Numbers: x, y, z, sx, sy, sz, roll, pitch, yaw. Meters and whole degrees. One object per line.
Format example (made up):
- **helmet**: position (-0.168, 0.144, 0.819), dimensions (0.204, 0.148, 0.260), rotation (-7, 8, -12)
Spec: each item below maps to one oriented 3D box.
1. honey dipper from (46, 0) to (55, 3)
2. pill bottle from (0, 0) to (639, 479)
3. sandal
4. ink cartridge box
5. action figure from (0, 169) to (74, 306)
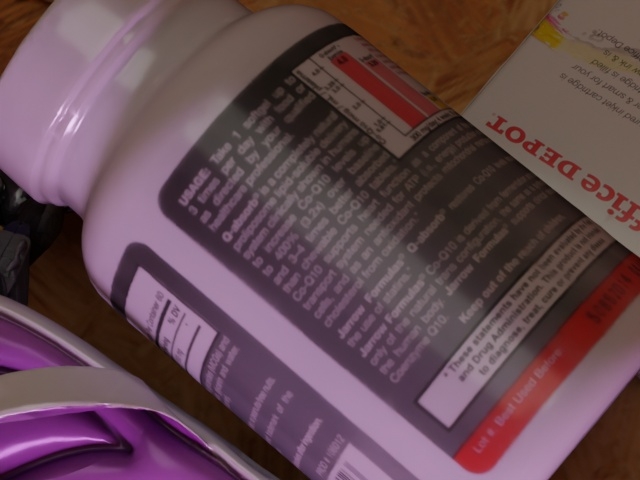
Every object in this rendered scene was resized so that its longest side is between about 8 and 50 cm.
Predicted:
- **honey dipper**: position (-0.156, -0.163, 1.320), dimensions (0.160, 0.030, 0.030), rotation (23, 70, 20)
- **pill bottle**: position (0.000, 0.000, 1.026), dimensions (0.363, 0.210, 0.210), rotation (40, 75, 10)
- **sandal**: position (-0.147, 0.132, 0.989), dimensions (0.416, 0.102, 0.169), rotation (22, 85, 0)
- **ink cartridge box**: position (0.214, -0.065, 1.147), dimensions (0.171, 0.168, 0.233), rotation (36, 74, 21)
- **action figure**: position (-0.194, -0.024, 1.177), dimensions (0.185, 0.099, 0.285), rotation (7, 34, 10)
